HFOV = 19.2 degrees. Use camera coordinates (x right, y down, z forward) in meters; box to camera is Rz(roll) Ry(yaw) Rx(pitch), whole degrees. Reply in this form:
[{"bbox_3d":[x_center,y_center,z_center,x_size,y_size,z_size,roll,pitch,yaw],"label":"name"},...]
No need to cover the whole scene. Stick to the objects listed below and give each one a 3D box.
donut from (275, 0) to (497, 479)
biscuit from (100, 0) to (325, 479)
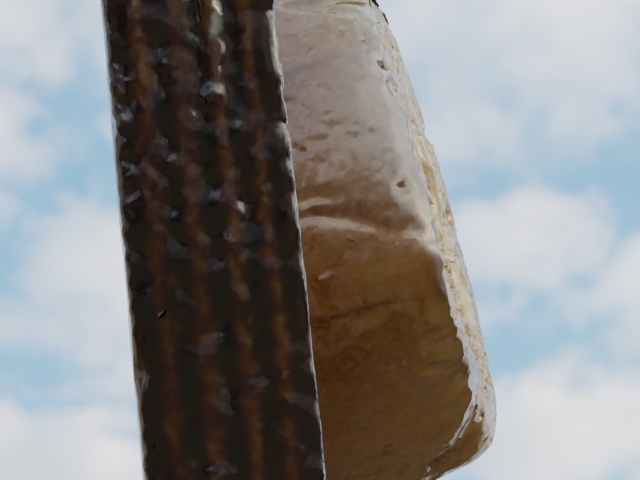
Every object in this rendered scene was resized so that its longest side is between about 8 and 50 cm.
[{"bbox_3d":[0.000,0.000,1.094,0.150,0.317,0.299,-15,3,7],"label":"donut"},{"bbox_3d":[-0.038,0.077,0.747,0.073,0.388,0.107,-6,-12,-5],"label":"biscuit"}]
